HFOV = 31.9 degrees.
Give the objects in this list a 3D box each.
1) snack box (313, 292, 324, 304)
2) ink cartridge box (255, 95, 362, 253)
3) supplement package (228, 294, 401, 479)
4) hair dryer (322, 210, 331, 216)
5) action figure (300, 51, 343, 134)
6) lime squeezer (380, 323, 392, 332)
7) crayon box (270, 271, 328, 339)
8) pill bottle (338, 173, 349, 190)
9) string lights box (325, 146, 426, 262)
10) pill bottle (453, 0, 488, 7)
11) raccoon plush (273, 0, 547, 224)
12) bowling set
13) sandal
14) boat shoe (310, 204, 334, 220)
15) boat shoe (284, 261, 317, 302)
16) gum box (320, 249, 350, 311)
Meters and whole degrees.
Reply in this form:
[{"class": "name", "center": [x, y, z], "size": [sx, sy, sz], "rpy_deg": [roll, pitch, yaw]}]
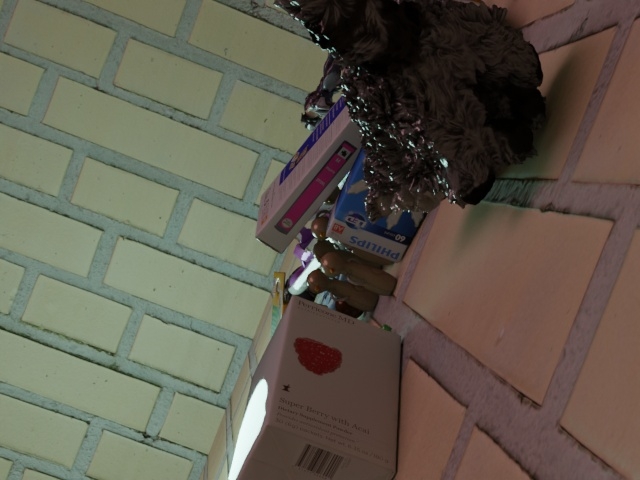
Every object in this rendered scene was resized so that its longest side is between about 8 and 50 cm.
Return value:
[{"class": "snack box", "center": [0.014, 0.122, 2.378], "size": [0.100, 0.037, 0.141], "rpy_deg": [141, 151, -74]}, {"class": "ink cartridge box", "center": [0.018, -0.159, 1.929], "size": [0.371, 0.069, 0.175], "rpy_deg": [-52, 15, 22]}, {"class": "supplement package", "center": [-0.005, 0.243, 1.516], "size": [0.293, 0.178, 0.175], "rpy_deg": [-81, 14, -59]}, {"class": "hair dryer", "center": [0.024, -0.111, 2.632], "size": [0.293, 0.080, 0.223], "rpy_deg": [-109, 15, -63]}, {"class": "action figure", "center": [0.022, -0.364, 2.579], "size": [0.185, 0.099, 0.285], "rpy_deg": [-95, 22, -59]}, {"class": "lime squeezer", "center": [0.050, 0.210, 1.805], "size": [0.110, 0.059, 0.310], "rpy_deg": [-40, -4, -17]}, {"class": "crayon box", "center": [-0.044, 0.218, 1.980], "size": [0.203, 0.083, 0.322], "rpy_deg": [173, 100, -83]}, {"class": "pill bottle", "center": [0.102, -0.203, 2.163], "size": [0.272, 0.152, 0.152], "rpy_deg": [121, 168, -61]}, {"class": "string lights box", "center": [0.117, -0.098, 1.779], "size": [0.076, 0.133, 0.259], "rpy_deg": [-78, 10, -51]}, {"class": "pill bottle", "center": [0.204, -0.294, 1.666], "size": [0.245, 0.136, 0.136], "rpy_deg": [-88, 20, -71]}, {"class": "raccoon plush", "center": [0.062, -0.199, 1.350], "size": [0.216, 0.446, 0.299], "rpy_deg": [-54, 20, -25]}, {"class": "bowling set", "center": [0.031, 0.050, 1.934], "size": [0.287, 0.154, 0.199], "rpy_deg": [-80, 13, -61]}, {"class": "sandal", "center": [0.010, -0.009, 2.343], "size": [0.169, 0.102, 0.416], "rpy_deg": [-43, -2, -29]}, {"class": "boat shoe", "center": [0.035, -0.119, 2.355], "size": [0.258, 0.095, 0.084], "rpy_deg": [-38, 21, 8]}, {"class": "boat shoe", "center": [-0.042, 0.119, 2.588], "size": [0.285, 0.103, 0.092], "rpy_deg": [-70, -2, -74]}, {"class": "gum box", "center": [0.034, 0.112, 2.222], "size": [0.157, 0.041, 0.184], "rpy_deg": [126, 163, -66]}]
